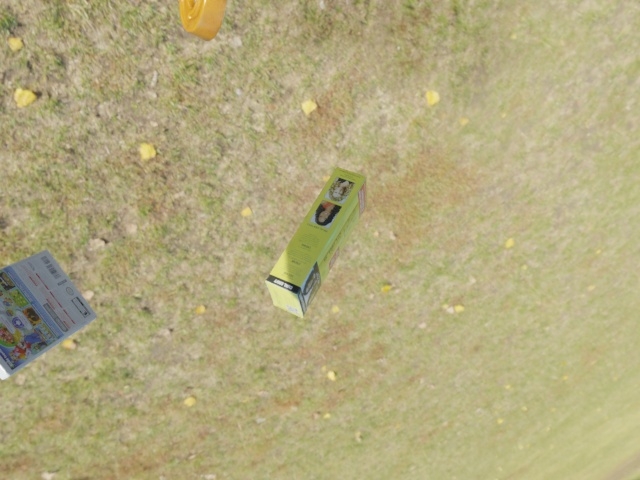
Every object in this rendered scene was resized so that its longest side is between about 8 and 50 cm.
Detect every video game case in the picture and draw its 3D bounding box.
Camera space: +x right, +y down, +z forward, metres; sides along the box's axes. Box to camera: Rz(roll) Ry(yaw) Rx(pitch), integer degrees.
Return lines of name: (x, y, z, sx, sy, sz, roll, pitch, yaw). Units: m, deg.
video game case: (-0.273, 0.063, 0.507, 0.011, 0.087, 0.122, -32, -174, 20)

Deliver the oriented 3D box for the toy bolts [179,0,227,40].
toy bolts: (-0.100, -0.389, 0.732, 0.158, 0.228, 0.218, -3, 133, -35)

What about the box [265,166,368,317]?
box: (0.000, 0.000, 0.855, 0.232, 0.058, 0.087, -59, 159, -27)
